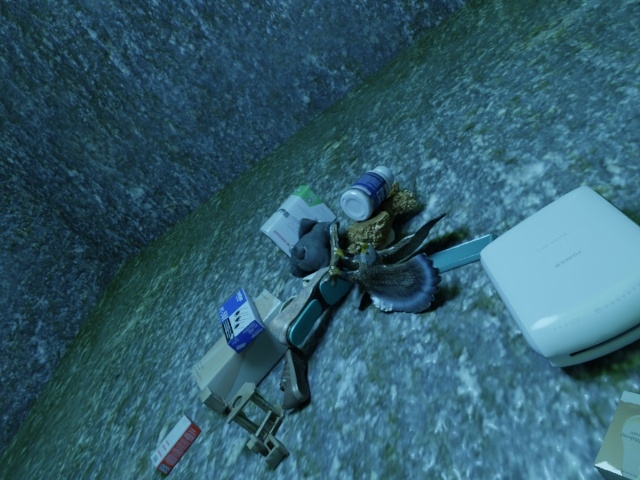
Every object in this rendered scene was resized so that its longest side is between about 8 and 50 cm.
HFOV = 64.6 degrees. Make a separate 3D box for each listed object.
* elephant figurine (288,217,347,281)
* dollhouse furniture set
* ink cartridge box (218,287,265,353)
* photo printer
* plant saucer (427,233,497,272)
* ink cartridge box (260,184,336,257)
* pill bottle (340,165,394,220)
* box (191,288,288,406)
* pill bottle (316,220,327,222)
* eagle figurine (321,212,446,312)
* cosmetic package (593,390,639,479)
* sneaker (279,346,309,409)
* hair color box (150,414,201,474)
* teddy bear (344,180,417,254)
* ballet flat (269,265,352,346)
[{"bbox_3d":[0.000,0.000,1.509,0.186,0.170,0.239,124,168,-59],"label":"elephant figurine"},{"bbox_3d":[-0.155,0.388,1.134,0.101,0.182,0.161,-49,25,-12],"label":"dollhouse furniture set"},{"bbox_3d":[-0.218,0.214,1.378,0.097,0.046,0.207,-42,25,-1],"label":"ink cartridge box"},{"bbox_3d":[0.434,0.059,0.860,0.256,0.107,0.307,-35,25,17],"label":"photo printer"},{"bbox_3d":[0.319,0.035,1.183,0.192,0.018,0.067,-23,31,35],"label":"plant saucer"},{"bbox_3d":[-0.079,-0.060,1.766,0.219,0.160,0.093,-47,23,-10],"label":"ink cartridge box"},{"bbox_3d":[0.136,-0.136,1.403,0.094,0.094,0.169,-14,25,47],"label":"pill bottle"},{"bbox_3d":[-0.198,0.301,1.412,0.311,0.121,0.148,-49,25,-11],"label":"box"},{"bbox_3d":[-0.015,0.015,1.639,0.086,0.086,0.152,-15,37,46],"label":"pill bottle"},{"bbox_3d":[0.157,0.057,1.220,0.299,0.226,0.225,-4,1,19],"label":"eagle figurine"},{"bbox_3d":[0.409,0.260,0.655,0.060,0.041,0.115,0,48,56],"label":"cosmetic package"},{"bbox_3d":[-0.076,0.332,1.246,0.071,0.066,0.188,-40,24,14],"label":"sneaker"},{"bbox_3d":[-0.398,0.560,1.394,0.141,0.043,0.072,-50,25,-18],"label":"hair color box"},{"bbox_3d":[0.170,-0.064,1.490,0.245,0.113,0.338,-33,18,5],"label":"teddy bear"},{"bbox_3d":[-0.025,0.149,1.351,0.106,0.107,0.316,9,40,41],"label":"ballet flat"}]
